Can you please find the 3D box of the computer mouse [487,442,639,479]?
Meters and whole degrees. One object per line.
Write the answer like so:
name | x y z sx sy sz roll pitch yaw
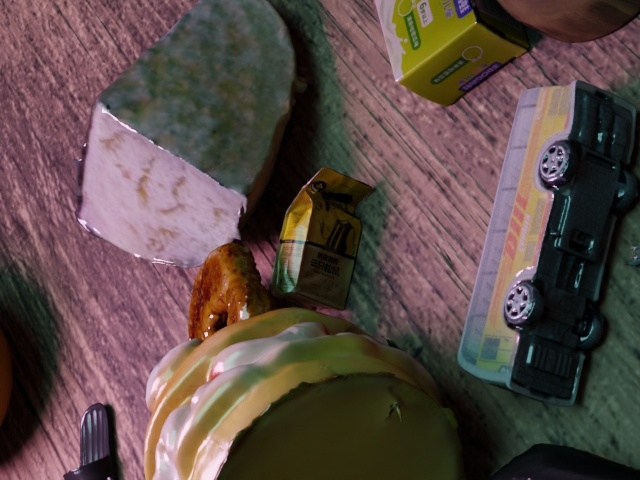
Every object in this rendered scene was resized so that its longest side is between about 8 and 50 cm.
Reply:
computer mouse | 0.229 0.258 1.314 0.323 0.116 0.183 9 84 55

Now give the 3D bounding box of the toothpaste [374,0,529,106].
toothpaste | 0.104 -0.290 1.698 0.110 0.077 0.327 -37 50 34

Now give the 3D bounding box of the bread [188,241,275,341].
bread | -0.079 0.098 1.701 0.193 0.064 0.193 178 90 -71

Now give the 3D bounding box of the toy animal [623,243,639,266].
toy animal | 0.268 0.013 1.436 0.050 0.028 0.084 -8 68 36

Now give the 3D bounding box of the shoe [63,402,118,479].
shoe | -0.251 0.245 1.874 0.062 0.053 0.159 -27 53 33

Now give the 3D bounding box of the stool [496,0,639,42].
stool | 0.158 -0.296 1.501 0.179 0.264 0.179 -21 59 40

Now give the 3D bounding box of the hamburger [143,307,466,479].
hamburger | -0.026 0.180 1.514 0.276 0.276 0.237 -60 31 10

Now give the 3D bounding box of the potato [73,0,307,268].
potato | -0.108 -0.108 1.840 0.211 0.189 0.264 28 56 14

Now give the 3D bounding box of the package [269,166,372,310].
package | 0.000 0.000 1.694 0.047 0.071 0.131 2 78 50

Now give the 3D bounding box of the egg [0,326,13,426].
egg | -0.488 0.146 2.015 0.322 0.250 0.250 33 99 57

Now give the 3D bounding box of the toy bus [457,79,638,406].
toy bus | 0.191 0.001 1.481 0.106 0.092 0.268 2 76 56
